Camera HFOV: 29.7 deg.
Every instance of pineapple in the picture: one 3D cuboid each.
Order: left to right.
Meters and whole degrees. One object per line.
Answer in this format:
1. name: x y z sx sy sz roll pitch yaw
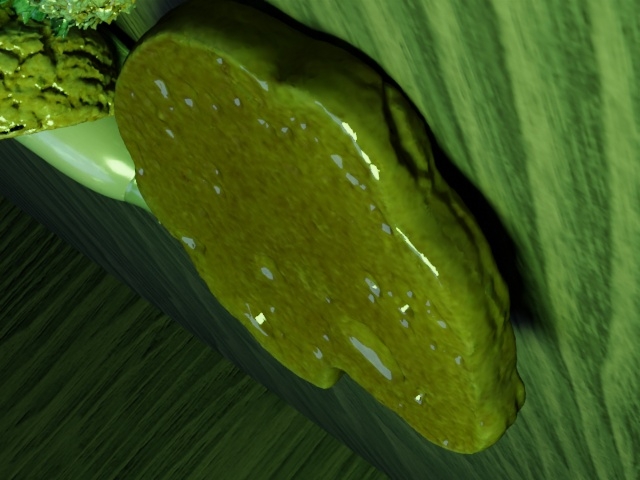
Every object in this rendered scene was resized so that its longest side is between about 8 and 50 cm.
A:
1. pineapple: -0.180 -0.190 0.828 0.103 0.083 0.221 28 174 -27

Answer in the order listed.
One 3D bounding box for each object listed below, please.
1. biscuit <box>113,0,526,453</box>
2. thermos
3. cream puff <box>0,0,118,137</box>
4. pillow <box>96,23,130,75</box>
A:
1. biscuit: 0.000 0.000 0.869 0.381 0.074 0.359 47 157 -10
2. thermos: -0.198 -0.099 1.183 0.193 0.105 0.137 36 -157 5
3. cream puff: -0.265 -0.167 0.989 0.183 0.183 0.169 -170 69 -67
4. pillow: -0.125 -0.109 1.077 0.217 0.033 0.130 39 164 4
